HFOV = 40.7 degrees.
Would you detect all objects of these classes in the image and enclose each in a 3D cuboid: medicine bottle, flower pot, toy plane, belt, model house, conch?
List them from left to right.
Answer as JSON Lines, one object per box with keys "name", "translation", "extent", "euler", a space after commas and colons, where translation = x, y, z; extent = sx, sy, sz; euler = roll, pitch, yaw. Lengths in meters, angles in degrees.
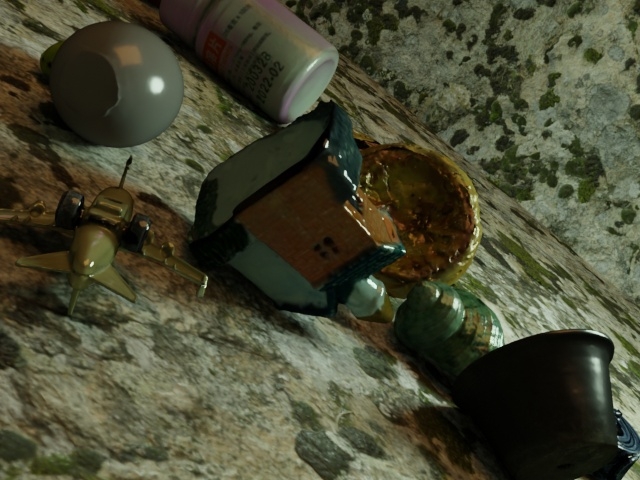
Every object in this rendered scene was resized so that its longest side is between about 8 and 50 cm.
{"name": "toy plane", "translation": [-0.234, -0.008, 0.921], "extent": [0.242, 0.104, 0.256], "euler": [17, 28, -10]}
{"name": "medicine bottle", "translation": [-0.166, -0.462, 1.983], "extent": [0.388, 0.219, 0.219], "euler": [40, 18, 8]}
{"name": "model house", "translation": [0.000, 0.000, 1.150], "extent": [0.291, 0.253, 0.184], "euler": [49, 27, -20]}
{"name": "conch", "translation": [0.198, 0.140, 1.312], "extent": [0.188, 0.122, 0.176], "euler": [30, 32, -12]}
{"name": "flower pot", "translation": [0.307, 0.240, 1.167], "extent": [0.235, 0.235, 0.148], "euler": [22, 43, -39]}
{"name": "belt", "translation": [0.450, 0.313, 1.411], "extent": [0.141, 0.082, 0.190], "euler": [30, 16, -2]}

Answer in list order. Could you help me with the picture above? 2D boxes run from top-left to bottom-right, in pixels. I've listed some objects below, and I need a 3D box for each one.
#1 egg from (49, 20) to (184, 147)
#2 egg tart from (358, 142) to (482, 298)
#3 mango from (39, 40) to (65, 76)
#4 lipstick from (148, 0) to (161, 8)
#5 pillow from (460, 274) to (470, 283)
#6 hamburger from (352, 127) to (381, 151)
{"name": "egg", "translation": [-0.282, -0.218, 1.222], "extent": [0.176, 0.176, 0.232], "euler": [38, 7, 5]}
{"name": "egg tart", "translation": [0.133, -0.030, 1.489], "extent": [0.290, 0.290, 0.115], "euler": [41, -18, 14]}
{"name": "mango", "translation": [-0.358, -0.261, 1.350], "extent": [0.165, 0.074, 0.091], "euler": [17, 24, -47]}
{"name": "lipstick", "translation": [-0.457, -0.651, 2.152], "extent": [0.418, 0.077, 0.077], "euler": [29, 19, -28]}
{"name": "pillow", "translation": [0.208, 0.035, 1.734], "extent": [0.217, 0.033, 0.130], "euler": [19, 18, -43]}
{"name": "hamburger", "translation": [0.055, -0.190, 1.914], "extent": [0.231, 0.107, 0.231], "euler": [28, 26, -15]}
